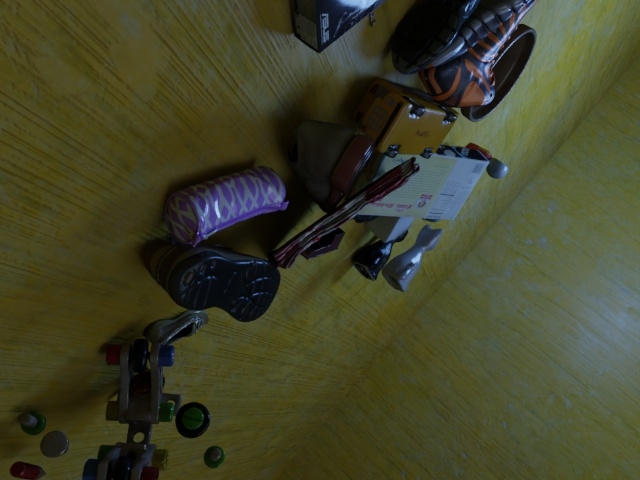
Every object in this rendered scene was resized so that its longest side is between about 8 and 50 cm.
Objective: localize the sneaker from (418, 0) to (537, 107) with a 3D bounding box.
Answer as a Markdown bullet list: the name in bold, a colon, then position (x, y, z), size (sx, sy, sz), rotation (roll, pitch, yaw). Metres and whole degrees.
- **sneaker**: position (0.334, -0.397, 1.199), size (0.321, 0.124, 0.180), rotation (-38, 132, -3)

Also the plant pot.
- **plant pot**: position (0.383, -0.405, 1.370), size (0.237, 0.109, 0.237), rotation (-40, 157, -21)

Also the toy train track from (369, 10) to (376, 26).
- **toy train track**: position (0.088, -0.380, 0.958), size (0.048, 0.014, 0.083), rotation (-43, 159, -16)

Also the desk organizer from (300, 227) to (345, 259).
- **desk organizer**: position (0.000, 0.000, 1.379), size (0.130, 0.047, 0.050), rotation (-18, 141, -54)

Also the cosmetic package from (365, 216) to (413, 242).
- **cosmetic package**: position (0.222, -0.115, 1.578), size (0.117, 0.085, 0.231), rotation (-20, 146, -51)

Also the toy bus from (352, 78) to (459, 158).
- **toy bus**: position (0.175, -0.246, 1.194), size (0.332, 0.130, 0.108), rotation (-12, 138, -58)

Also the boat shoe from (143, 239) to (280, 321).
- **boat shoe**: position (-0.178, 0.057, 1.022), size (0.123, 0.119, 0.324), rotation (-61, 155, -2)

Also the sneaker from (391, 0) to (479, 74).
- **sneaker**: position (0.234, -0.410, 1.078), size (0.267, 0.101, 0.106), rotation (-52, 161, 8)

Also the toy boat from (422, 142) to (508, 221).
- **toy boat**: position (0.435, -0.189, 1.780), size (0.318, 0.148, 0.268), rotation (-36, 155, -32)

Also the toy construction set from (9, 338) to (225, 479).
- **toy construction set**: position (-0.360, 0.337, 1.046), size (0.308, 0.258, 0.237), rotation (-18, 161, -20)

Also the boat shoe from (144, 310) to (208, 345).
- **boat shoe**: position (-0.267, 0.173, 1.136), size (0.056, 0.048, 0.153), rotation (-57, 158, 20)

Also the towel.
- **towel**: position (0.038, -0.048, 1.183), size (0.329, 0.037, 0.237), rotation (-35, -176, -7)

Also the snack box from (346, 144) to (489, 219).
- **snack box**: position (0.237, -0.143, 1.420), size (0.321, 0.060, 0.187), rotation (2, 129, -33)

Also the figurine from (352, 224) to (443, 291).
- **figurine**: position (0.227, 0.025, 1.681), size (0.209, 0.214, 0.092), rotation (-49, 123, -16)

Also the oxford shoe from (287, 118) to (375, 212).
- **oxford shoe**: position (0.007, -0.143, 1.073), size (0.123, 0.130, 0.348), rotation (-58, 180, -11)

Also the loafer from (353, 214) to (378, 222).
- **loafer**: position (0.108, -0.066, 1.466), size (0.170, 0.062, 0.061), rotation (-10, 141, -57)

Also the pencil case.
- **pencil case**: position (-0.147, -0.058, 0.932), size (0.206, 0.088, 0.086), rotation (-29, 153, -44)

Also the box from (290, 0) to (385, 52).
- **box**: position (0.037, -0.392, 0.778), size (0.183, 0.056, 0.231), rotation (-42, 158, -18)
